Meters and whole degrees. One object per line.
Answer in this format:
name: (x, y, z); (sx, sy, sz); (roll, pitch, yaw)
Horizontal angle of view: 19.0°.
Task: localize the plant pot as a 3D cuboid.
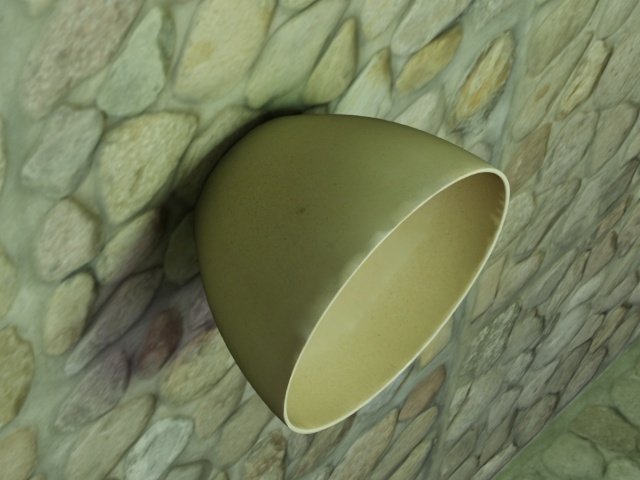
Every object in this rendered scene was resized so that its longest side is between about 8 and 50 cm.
plant pot: (0.000, 0.000, 1.666); (0.284, 0.191, 0.284); (-42, 157, -23)
